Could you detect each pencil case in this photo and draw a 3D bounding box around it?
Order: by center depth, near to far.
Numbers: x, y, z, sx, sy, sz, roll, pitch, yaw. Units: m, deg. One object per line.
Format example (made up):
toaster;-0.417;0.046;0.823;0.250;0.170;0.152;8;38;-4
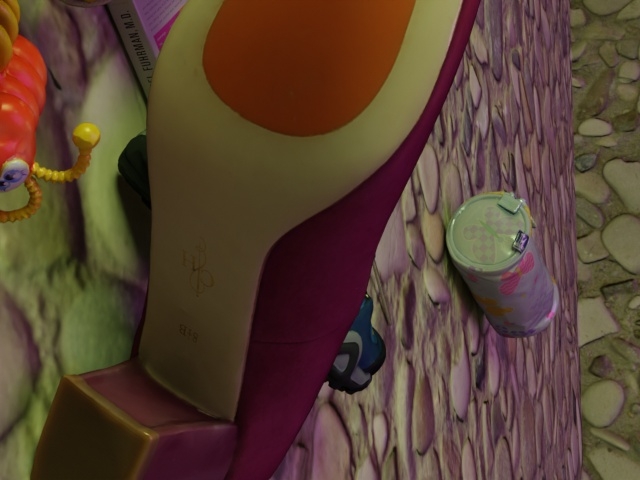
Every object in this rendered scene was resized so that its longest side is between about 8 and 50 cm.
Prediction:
pencil case;0.258;0.038;1.424;0.124;0.113;0.273;-63;150;-17

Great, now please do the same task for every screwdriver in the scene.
screwdriver;0.052;0.028;1.016;0.025;0.024;0.170;-39;134;-31

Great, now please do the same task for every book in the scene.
book;-0.087;-0.125;0.651;0.096;0.035;0.144;-64;143;-49

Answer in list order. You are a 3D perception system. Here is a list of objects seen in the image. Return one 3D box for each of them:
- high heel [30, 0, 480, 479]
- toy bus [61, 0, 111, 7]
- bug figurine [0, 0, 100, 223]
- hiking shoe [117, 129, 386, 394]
high heel;-0.010;-0.019;0.520;0.377;0.127;0.181;-57;159;17
toy bus;-0.081;-0.230;0.575;0.104;0.202;0.191;169;-98;-76
bug figurine;-0.058;-0.135;0.398;0.072;0.279;0.216;41;27;-34
hiking shoe;0.000;0.000;0.670;0.132;0.113;0.304;-46;145;-8
